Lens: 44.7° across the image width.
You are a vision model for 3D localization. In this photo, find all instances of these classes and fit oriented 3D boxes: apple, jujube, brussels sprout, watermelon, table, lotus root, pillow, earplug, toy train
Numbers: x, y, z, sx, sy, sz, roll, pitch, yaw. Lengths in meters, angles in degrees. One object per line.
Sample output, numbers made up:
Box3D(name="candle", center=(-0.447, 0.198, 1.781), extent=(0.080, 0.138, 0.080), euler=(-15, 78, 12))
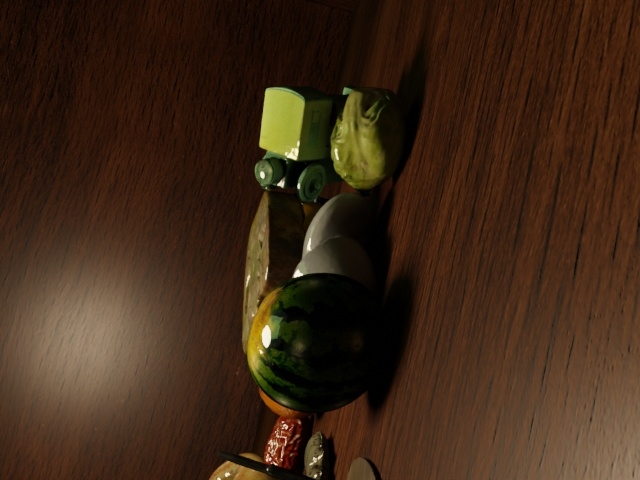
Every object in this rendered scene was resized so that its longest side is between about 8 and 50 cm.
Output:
Box3D(name="apple", center=(-0.216, 0.719, 2.160), extent=(0.260, 0.194, 0.261), euler=(-31, 21, 13))
Box3D(name="jujube", center=(-0.082, 0.527, 2.015), extent=(0.112, 0.109, 0.176), euler=(14, 80, 48))
Box3D(name="brussels sprout", center=(0.110, -0.217, 1.668), extent=(0.223, 0.161, 0.223), euler=(-57, -22, -37))
Box3D(name="watermelon", center=(-0.006, 0.179, 1.388), extent=(0.269, 0.268, 0.269), euler=(-166, 90, -84))
Box3D(name="table", center=(-0.058, 0.455, 1.218), extent=(0.317, 0.249, 0.318), euler=(-167, 90, -84))
Box3D(name="lotus root", center=(-0.120, 0.073, 1.854), extent=(0.375, 0.111, 0.391), euler=(-122, 39, -71))
Box3D(name="pillow", center=(-0.005, 0.465, 1.653), extent=(0.241, 0.051, 0.093), euler=(-102, 27, -82))
Box3D(name="earplug", center=(0.048, 0.040, 1.649), extent=(0.326, 0.174, 0.214), euler=(-71, -20, -49))
Box3D(name="toy train", center=(0.013, -0.228, 1.797), extent=(0.397, 0.160, 0.253), euler=(-12, -63, -49))

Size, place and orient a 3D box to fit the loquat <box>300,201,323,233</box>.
Box3D(name="loquat", center=(-0.032, 0.013, 2.079), extent=(0.235, 0.235, 0.235), euler=(-166, 90, -84))

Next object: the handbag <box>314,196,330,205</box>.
Box3D(name="handbag", center=(0.000, 0.000, 2.366), extent=(0.162, 0.113, 0.260), euler=(101, 178, -66))

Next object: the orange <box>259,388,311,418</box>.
Box3D(name="orange", center=(-0.065, 0.332, 1.938), extent=(0.224, 0.170, 0.224), euler=(-168, 90, -84))
